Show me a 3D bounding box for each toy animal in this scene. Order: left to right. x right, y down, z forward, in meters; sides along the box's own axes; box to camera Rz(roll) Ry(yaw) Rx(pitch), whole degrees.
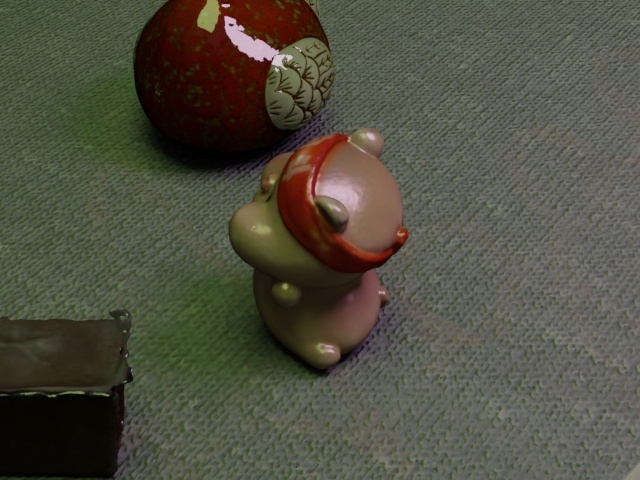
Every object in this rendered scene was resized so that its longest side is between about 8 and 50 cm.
[{"bbox_3d":[0.000,0.000,1.185,0.171,0.197,0.171,4,35,-3],"label":"toy animal"}]

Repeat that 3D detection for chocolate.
[{"bbox_3d":[-0.310,0.135,1.075,0.321,0.112,0.112,-1,35,0],"label":"chocolate"}]

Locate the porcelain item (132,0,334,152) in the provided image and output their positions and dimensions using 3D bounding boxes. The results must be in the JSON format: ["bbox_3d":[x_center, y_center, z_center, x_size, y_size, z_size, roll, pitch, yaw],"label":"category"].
[{"bbox_3d":[-0.103,-0.228,1.463,0.253,0.253,0.253,1,37,0],"label":"porcelain item"}]

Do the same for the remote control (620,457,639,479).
[{"bbox_3d":[0.310,0.198,1.075,0.077,0.022,0.245,29,45,29],"label":"remote control"}]
